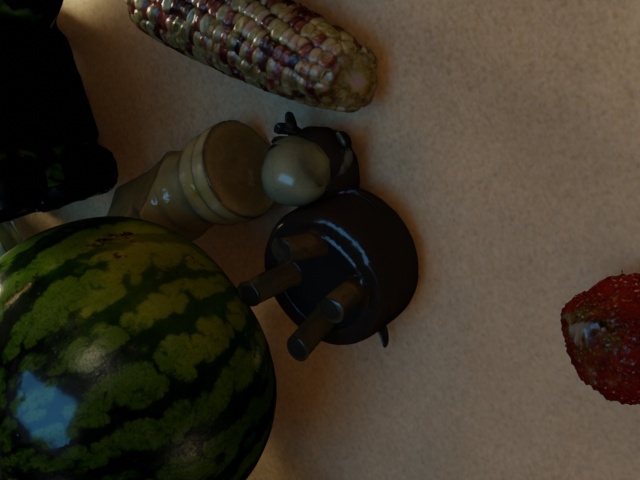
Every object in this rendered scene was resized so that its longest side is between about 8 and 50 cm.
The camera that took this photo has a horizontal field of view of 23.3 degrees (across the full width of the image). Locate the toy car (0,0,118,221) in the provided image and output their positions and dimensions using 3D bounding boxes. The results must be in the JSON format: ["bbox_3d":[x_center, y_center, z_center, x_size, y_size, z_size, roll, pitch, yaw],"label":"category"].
[{"bbox_3d":[-0.310,-0.119,1.424,0.176,0.359,0.213,-17,94,15],"label":"toy car"}]

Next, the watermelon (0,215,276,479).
[{"bbox_3d":[-0.178,0.120,1.331,0.285,0.285,0.285,14,112,38],"label":"watermelon"}]

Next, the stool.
[{"bbox_3d":[0.000,0.000,1.291,0.125,0.121,0.217,-10,102,44],"label":"stool"}]

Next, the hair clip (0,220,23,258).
[{"bbox_3d":[-0.287,0.044,1.560,0.218,0.071,0.159,46,168,4],"label":"hair clip"}]

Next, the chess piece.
[{"bbox_3d":[-0.132,-0.038,1.418,0.200,0.090,0.090,-20,90,45],"label":"chess piece"}]

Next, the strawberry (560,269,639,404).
[{"bbox_3d":[0.222,0.073,1.135,0.106,0.106,0.106,14,112,38],"label":"strawberry"}]

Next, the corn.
[{"bbox_3d":[-0.061,-0.176,1.310,0.253,0.086,0.086,29,121,30],"label":"corn"}]
